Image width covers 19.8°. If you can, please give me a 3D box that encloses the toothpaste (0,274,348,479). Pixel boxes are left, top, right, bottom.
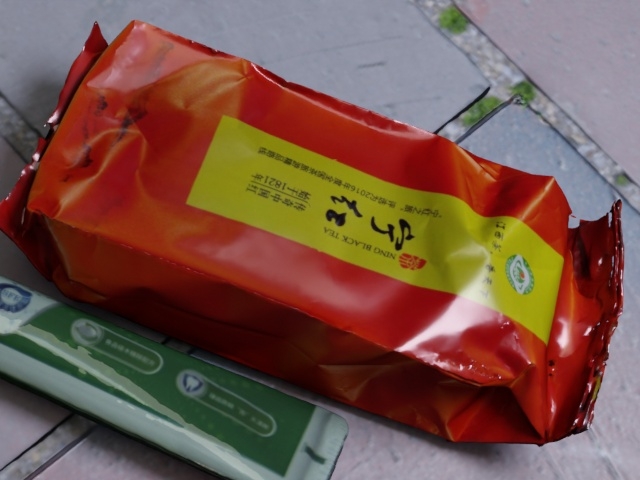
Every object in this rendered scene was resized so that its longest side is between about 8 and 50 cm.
[{"bbox_3d":[-0.170,0.080,1.266,0.392,0.061,0.098,24,41,1],"label":"toothpaste"}]

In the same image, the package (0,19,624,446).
[{"bbox_3d":[-0.001,-0.001,1.288,0.424,0.123,0.196,19,62,0],"label":"package"}]
